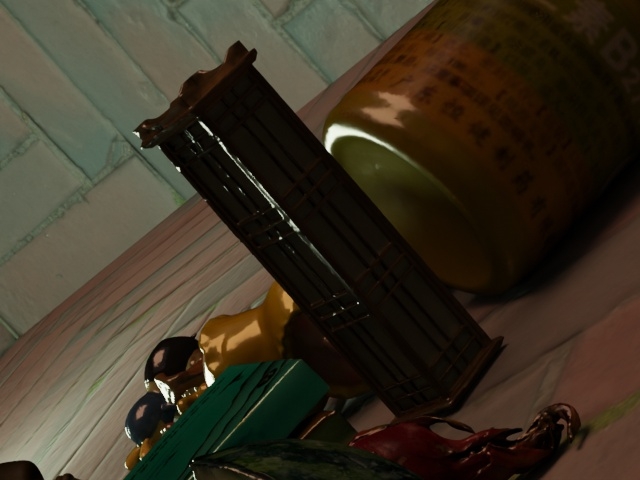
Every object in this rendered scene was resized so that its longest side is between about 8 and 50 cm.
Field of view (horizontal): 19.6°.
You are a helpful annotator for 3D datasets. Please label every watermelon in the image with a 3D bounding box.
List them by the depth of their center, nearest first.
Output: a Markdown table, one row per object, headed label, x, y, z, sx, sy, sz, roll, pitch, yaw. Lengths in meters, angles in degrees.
| label | x | y | z | sx | sy | sz | roll | pitch | yaw |
| --- | --- | --- | --- | --- | --- | --- | --- | --- | --- |
| watermelon | -0.012 | 0.212 | 1.111 | 0.202 | 0.207 | 0.136 | -60 | -15 | -9 |

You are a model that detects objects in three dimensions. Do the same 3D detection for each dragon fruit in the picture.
| label | x | y | z | sx | sy | sz | roll | pitch | yaw |
| --- | --- | --- | --- | --- | --- | --- | --- | --- | --- |
| dragon fruit | 0.079 | 0.151 | 1.211 | 0.190 | 0.094 | 0.094 | -26 | 15 | 23 |

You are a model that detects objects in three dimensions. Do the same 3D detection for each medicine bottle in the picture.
| label | x | y | z | sx | sy | sz | roll | pitch | yaw |
| --- | --- | --- | --- | --- | --- | --- | --- | --- | --- |
| medicine bottle | 0.202 | -0.152 | 1.641 | 0.384 | 0.224 | 0.224 | -46 | 9 | -20 |

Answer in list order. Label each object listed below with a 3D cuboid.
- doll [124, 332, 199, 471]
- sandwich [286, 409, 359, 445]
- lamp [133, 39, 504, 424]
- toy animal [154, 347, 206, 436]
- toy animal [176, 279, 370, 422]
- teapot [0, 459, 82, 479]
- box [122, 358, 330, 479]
| label | x | y | z | sx | sy | sz | roll | pitch | yaw |
| --- | --- | --- | --- | --- | --- | --- | --- | --- | --- |
| doll | -0.172 | 0.188 | 2.141 | 0.102 | 0.089 | 0.179 | -28 | 40 | 59 |
| sandwich | -0.017 | 0.198 | 1.419 | 0.116 | 0.074 | 0.074 | -49 | 11 | -31 |
| lamp | 0.000 | 0.000 | 1.464 | 0.090 | 0.325 | 0.089 | -47 | 11 | -36 |
| toy animal | -0.082 | 0.134 | 1.962 | 0.157 | 0.097 | 0.312 | -42 | 8 | -38 |
| toy animal | -0.026 | 0.101 | 1.697 | 0.230 | 0.156 | 0.156 | -39 | 10 | 15 |
| teapot | -0.263 | 0.302 | 1.752 | 0.175 | 0.185 | 0.267 | -11 | -23 | -2 |
| box | -0.088 | 0.167 | 1.509 | 0.161 | 0.042 | 0.226 | -48 | 9 | -16 |
